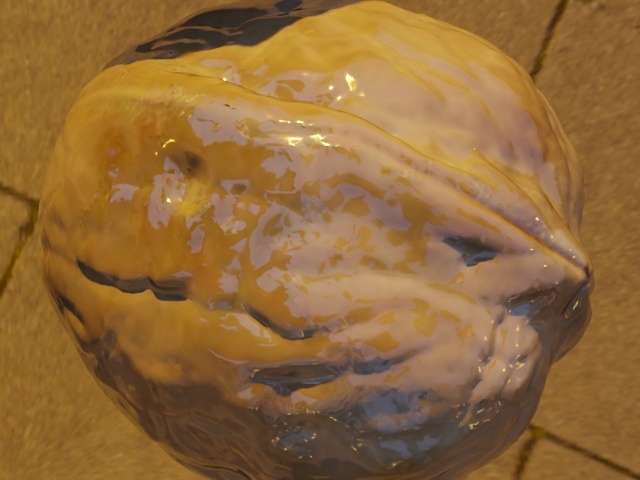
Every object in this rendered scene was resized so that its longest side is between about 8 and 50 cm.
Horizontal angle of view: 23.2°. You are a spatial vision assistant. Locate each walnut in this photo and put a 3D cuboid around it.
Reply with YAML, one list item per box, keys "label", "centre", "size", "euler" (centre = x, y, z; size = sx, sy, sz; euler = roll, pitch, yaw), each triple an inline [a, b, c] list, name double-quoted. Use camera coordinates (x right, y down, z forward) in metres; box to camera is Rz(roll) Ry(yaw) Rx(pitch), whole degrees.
- label: "walnut"
  centre: [0.001, 0.001, 0.865]
  size: [0.313, 0.252, 0.277]
  euler: [10, 38, 28]
